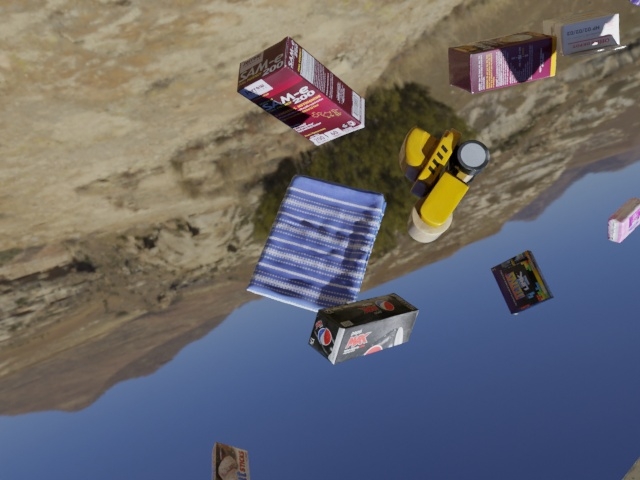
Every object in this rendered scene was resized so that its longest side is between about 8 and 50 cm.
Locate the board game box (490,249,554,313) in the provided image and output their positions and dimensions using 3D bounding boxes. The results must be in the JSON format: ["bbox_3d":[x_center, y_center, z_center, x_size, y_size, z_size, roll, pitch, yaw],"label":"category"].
[{"bbox_3d":[0.662,0.138,1.881,0.141,0.170,0.048,-33,154,31],"label":"board game box"}]

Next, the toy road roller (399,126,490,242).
[{"bbox_3d":[0.318,-0.183,1.689,0.329,0.240,0.202,-57,174,-9],"label":"toy road roller"}]

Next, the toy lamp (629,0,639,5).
[{"bbox_3d":[0.859,-0.712,1.407,0.080,0.080,0.275,-20,153,-20],"label":"toy lamp"}]

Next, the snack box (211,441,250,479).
[{"bbox_3d":[-0.151,0.407,0.964,0.064,0.022,0.178,22,-171,-15],"label":"snack box"}]

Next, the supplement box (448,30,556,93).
[{"bbox_3d":[0.369,-0.367,1.168,0.188,0.081,0.104,-14,-151,-9],"label":"supplement box"}]

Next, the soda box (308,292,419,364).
[{"bbox_3d":[0.064,0.121,0.805,0.169,0.060,0.053,-5,-152,-45],"label":"soda box"}]

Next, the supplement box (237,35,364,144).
[{"bbox_3d":[-0.032,-0.284,1.123,0.130,0.073,0.239,-15,152,38],"label":"supplement box"}]

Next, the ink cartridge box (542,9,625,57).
[{"bbox_3d":[0.523,-0.414,1.141,0.104,0.062,0.181,-10,-157,9],"label":"ink cartridge box"}]

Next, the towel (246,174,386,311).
[{"bbox_3d":[0.000,0.000,1.316,0.243,0.336,0.040,15,150,7],"label":"towel"}]

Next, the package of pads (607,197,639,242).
[{"bbox_3d":[0.569,-0.039,1.064,0.083,0.050,0.032,-35,-138,-24],"label":"package of pads"}]

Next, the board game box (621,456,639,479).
[{"bbox_3d":[0.932,0.610,1.386,0.390,0.050,0.390,-10,169,-46],"label":"board game box"}]
